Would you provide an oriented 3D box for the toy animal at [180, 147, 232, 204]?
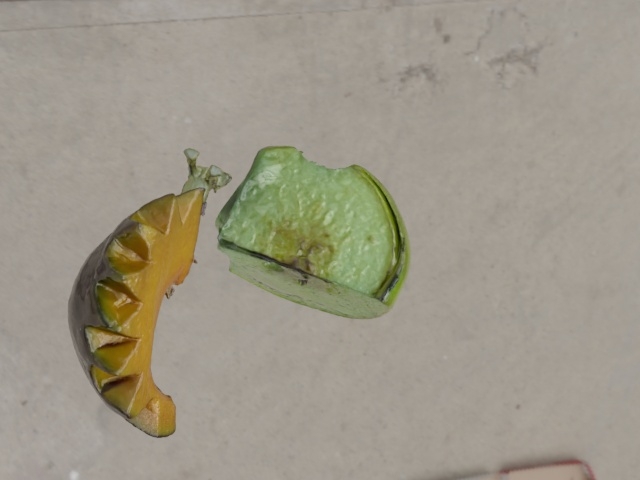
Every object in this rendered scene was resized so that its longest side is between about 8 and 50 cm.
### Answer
[{"bbox_3d":[-0.210,-0.055,1.605,0.073,0.136,0.181,19,78,2],"label":"toy animal"}]

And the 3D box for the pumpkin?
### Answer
[{"bbox_3d":[-0.209,0.064,0.940,0.130,0.149,0.254,-10,111,-58],"label":"pumpkin"}]

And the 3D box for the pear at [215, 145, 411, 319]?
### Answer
[{"bbox_3d":[0.000,0.000,1.424,0.282,0.286,0.176,80,30,-72],"label":"pear"}]
